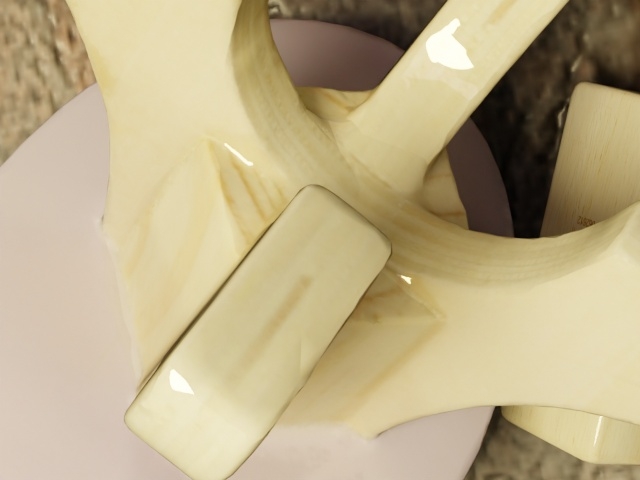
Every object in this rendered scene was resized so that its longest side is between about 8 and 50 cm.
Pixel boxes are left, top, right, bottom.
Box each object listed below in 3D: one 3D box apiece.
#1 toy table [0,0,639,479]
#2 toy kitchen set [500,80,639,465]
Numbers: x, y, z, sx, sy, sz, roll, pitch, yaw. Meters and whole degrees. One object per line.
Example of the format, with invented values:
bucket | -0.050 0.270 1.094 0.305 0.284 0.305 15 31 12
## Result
toy table | 0.000 0.000 0.494 0.252 0.274 0.161 29 141 -10
toy kitchen set | 0.194 0.036 0.552 0.207 0.166 0.122 25 105 56
